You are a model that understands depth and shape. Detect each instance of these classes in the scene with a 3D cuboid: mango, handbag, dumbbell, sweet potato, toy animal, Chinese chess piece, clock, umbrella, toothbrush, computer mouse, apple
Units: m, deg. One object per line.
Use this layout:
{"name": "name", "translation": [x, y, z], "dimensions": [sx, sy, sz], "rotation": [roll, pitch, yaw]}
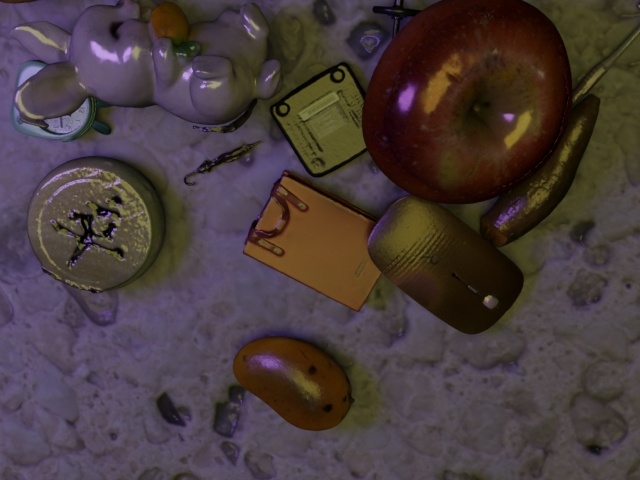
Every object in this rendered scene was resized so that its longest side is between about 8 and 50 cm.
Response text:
{"name": "mango", "translation": [-0.035, 0.198, 1.372], "dimensions": [0.178, 0.090, 0.115], "rotation": [38, 109, 1]}
{"name": "handbag", "translation": [0.000, 0.000, 1.336], "dimensions": [0.190, 0.063, 0.127], "rotation": [28, 103, -8]}
{"name": "dumbbell", "translation": [0.103, -0.325, 1.248], "dimensions": [0.069, 0.069, 0.147], "rotation": [5, 105, 0]}
{"name": "sweet potato", "translation": [0.305, -0.084, 1.294], "dimensions": [0.077, 0.077, 0.244], "rotation": [37, 107, -7]}
{"name": "toy animal", "translation": [-0.219, -0.222, 1.218], "dimensions": [0.325, 0.208, 0.154], "rotation": [-13, 143, -5]}
{"name": "Chinese chess piece", "translation": [-0.309, -0.022, 1.327], "dimensions": [0.188, 0.083, 0.188], "rotation": [1, 104, 4]}
{"name": "clock", "translation": [-0.349, -0.183, 1.310], "dimensions": [0.135, 0.041, 0.101], "rotation": [16, 103, -3]}
{"name": "umbrella", "translation": [-0.138, -0.112, 1.335], "dimensions": [0.122, 0.013, 0.022], "rotation": [-30, 113, 7]}
{"name": "toothbrush", "translation": [0.350, -0.209, 1.293], "dimensions": [0.029, 0.024, 0.354], "rotation": [40, 101, 0]}
{"name": "computer mouse", "translation": [0.175, 0.037, 1.315], "dimensions": [0.245, 0.056, 0.126], "rotation": [37, 99, -23]}
{"name": "apple", "translation": [0.184, -0.178, 1.217], "dimensions": [0.251, 0.206, 0.272], "rotation": [15, 106, -14]}

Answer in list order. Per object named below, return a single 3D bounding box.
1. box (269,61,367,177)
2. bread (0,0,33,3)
{"name": "box", "translation": [0.012, -0.162, 1.312], "dimensions": [0.126, 0.027, 0.125], "rotation": [-31, 101, 9]}
{"name": "bread", "translation": [-0.381, -0.422, 1.213], "dimensions": [0.198, 0.120, 0.236], "rotation": [-8, 104, 5]}
